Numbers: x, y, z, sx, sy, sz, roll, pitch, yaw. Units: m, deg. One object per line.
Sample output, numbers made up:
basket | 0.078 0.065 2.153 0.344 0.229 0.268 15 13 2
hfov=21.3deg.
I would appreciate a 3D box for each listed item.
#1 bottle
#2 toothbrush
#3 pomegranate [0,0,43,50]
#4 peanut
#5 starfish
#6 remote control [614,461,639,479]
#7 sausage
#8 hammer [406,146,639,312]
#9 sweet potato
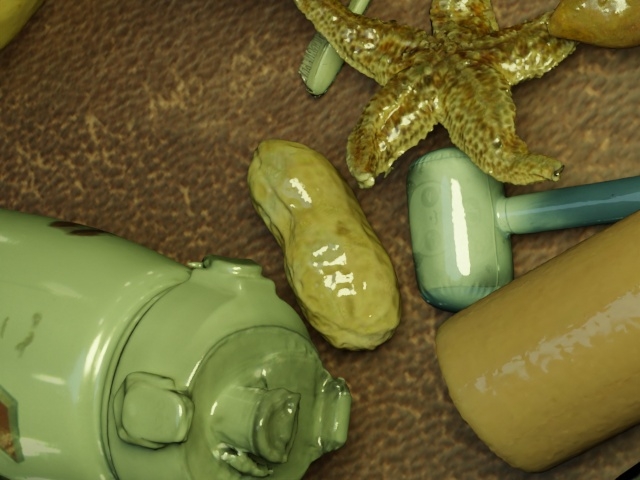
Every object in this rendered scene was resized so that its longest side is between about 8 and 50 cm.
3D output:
bottle | -0.136 0.094 1.202 0.352 0.229 0.229 8 90 35
toothbrush | 0.057 -0.238 1.238 0.028 0.026 0.294 38 105 41
pomegranate | -0.368 -0.255 1.290 0.342 0.342 0.342 -2 85 28
peanut | 0.000 0.000 1.218 0.080 0.080 0.174 -36 71 21
starfish | 0.092 -0.126 1.161 0.236 0.062 0.277 -42 51 -11
remote control | 0.175 0.263 1.113 0.399 0.062 0.144 -41 70 18
sausage | 0.208 0.044 1.079 0.253 0.123 0.123 -33 71 22
hammer | 0.153 -0.016 1.148 0.194 0.069 0.116 -9 80 23
sweet potato | 0.252 -0.168 1.094 0.218 0.051 0.065 -11 105 10
